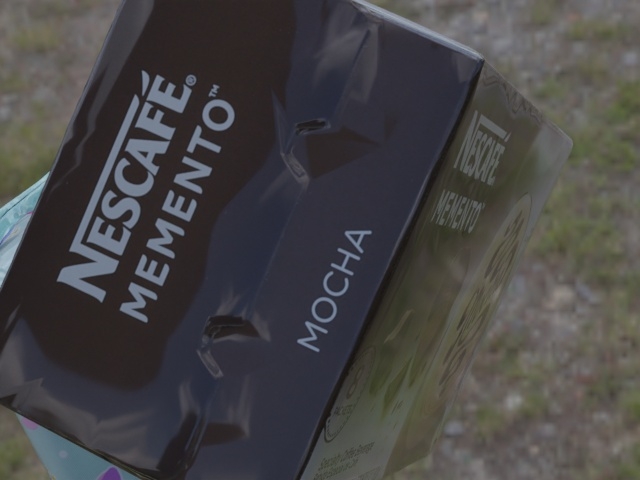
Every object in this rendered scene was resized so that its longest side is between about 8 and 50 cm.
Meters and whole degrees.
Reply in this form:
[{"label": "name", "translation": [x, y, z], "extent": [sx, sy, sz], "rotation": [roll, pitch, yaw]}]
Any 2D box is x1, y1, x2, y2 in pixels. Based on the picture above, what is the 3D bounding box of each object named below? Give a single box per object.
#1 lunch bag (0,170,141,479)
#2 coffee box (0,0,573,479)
[{"label": "lunch bag", "translation": [-0.116, 0.067, 1.132], "extent": [0.160, 0.223, 0.262], "rotation": [-25, 18, 1]}, {"label": "coffee box", "translation": [0.000, 0.000, 0.690], "extent": [0.119, 0.168, 0.297], "rotation": [25, 3, 13]}]
